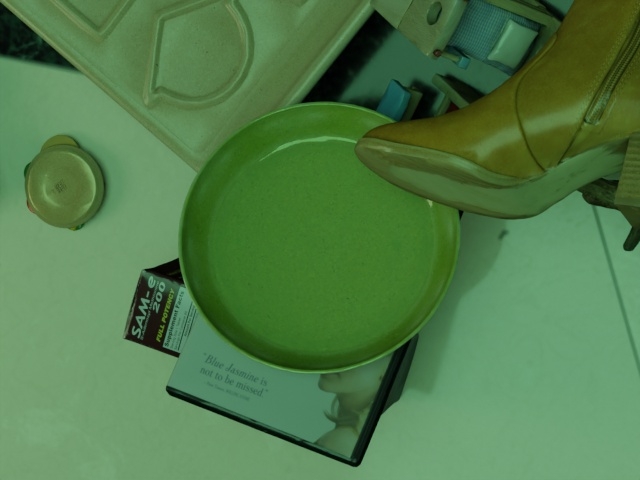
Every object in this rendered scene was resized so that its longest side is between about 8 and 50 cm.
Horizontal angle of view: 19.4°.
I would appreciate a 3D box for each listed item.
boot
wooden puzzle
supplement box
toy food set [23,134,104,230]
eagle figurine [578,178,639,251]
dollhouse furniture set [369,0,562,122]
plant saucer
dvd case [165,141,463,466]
[{"bbox_3d":[0.188,-0.126,1.496,0.295,0.104,0.211,9,72,24],"label":"boot"},{"bbox_3d":[-0.107,-0.271,1.709,0.348,0.080,0.322,42,103,11],"label":"wooden puzzle"},{"bbox_3d":[-0.043,0.087,1.698,0.239,0.130,0.073,19,100,12],"label":"supplement box"},{"bbox_3d":[-0.245,-0.052,1.788,0.083,0.020,0.082,39,103,6],"label":"toy food set"},{"bbox_3d":[0.344,-0.136,1.580,0.226,0.225,0.298,35,68,-32],"label":"eagle figurine"},{"bbox_3d":[0.106,-0.136,1.605,0.129,0.129,0.184,17,110,-30],"label":"dollhouse furniture set"},{"bbox_3d":[0.000,0.000,1.600,0.241,0.037,0.241,-2,73,7],"label":"plant saucer"},{"bbox_3d":[-0.003,0.049,1.619,0.180,0.022,0.253,20,75,11],"label":"dvd case"}]
